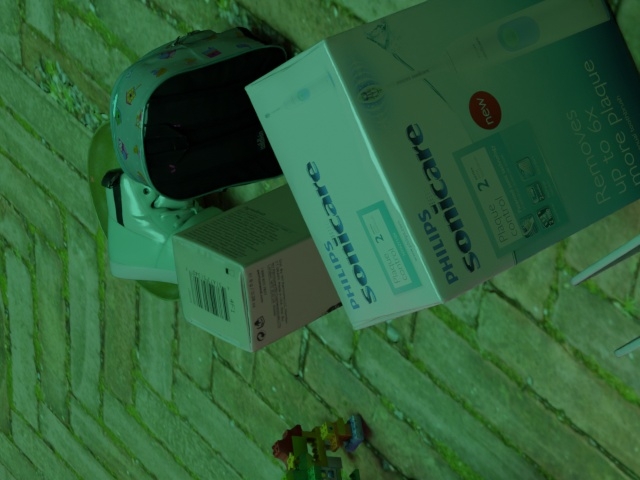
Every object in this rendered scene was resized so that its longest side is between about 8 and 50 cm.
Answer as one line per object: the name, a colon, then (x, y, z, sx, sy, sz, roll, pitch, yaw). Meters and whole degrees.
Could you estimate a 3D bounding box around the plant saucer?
plant saucer: (-0.208, -0.042, 1.932, 0.241, 0.037, 0.241, 31, 133, 39)

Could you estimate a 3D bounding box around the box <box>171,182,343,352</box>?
box: (0.000, 0.000, 1.474, 0.113, 0.275, 0.094, 24, 128, 45)

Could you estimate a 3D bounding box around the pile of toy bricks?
pile of toy bricks: (-0.003, 0.284, 1.730, 0.118, 0.105, 0.212, 124, 145, -46)

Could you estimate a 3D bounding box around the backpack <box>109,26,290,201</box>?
backpack: (-0.134, -0.133, 1.646, 0.144, 0.188, 0.166, 28, 132, 41)

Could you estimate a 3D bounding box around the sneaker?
sneaker: (-0.146, -0.030, 1.770, 0.255, 0.094, 0.151, 1, 108, 29)

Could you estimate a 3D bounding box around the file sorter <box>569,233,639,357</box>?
file sorter: (0.350, 0.087, 1.158, 0.278, 0.173, 0.193, 60, 146, 7)

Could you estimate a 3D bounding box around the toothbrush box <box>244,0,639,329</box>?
toothbrush box: (0.120, -0.087, 1.247, 0.126, 0.295, 0.216, -23, 91, 56)
